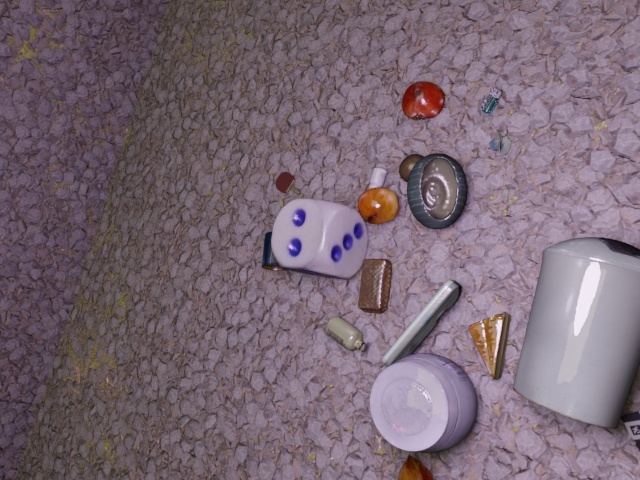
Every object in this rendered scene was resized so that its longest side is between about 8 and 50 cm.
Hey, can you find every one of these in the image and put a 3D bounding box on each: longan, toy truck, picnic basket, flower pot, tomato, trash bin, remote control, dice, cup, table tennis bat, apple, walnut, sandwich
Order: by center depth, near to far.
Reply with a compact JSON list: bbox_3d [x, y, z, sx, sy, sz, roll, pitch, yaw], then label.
[{"bbox_3d":[0.659,0.205,1.179,0.281,0.280,0.431,17,90,37],"label":"trash bin"},{"bbox_3d":[0.516,0.302,1.366,0.113,0.079,0.163,-32,60,25],"label":"sandwich"},{"bbox_3d":[0.287,0.739,1.395,0.116,0.116,0.207,-29,55,25],"label":"walnut"},{"bbox_3d":[0.321,0.263,1.485,0.065,0.128,0.335,41,102,22],"label":"remote control"},{"bbox_3d":[0.579,-0.313,1.508,0.083,0.065,0.083,-23,58,52],"label":"picnic basket"},{"bbox_3d":[0.373,-0.158,1.528,0.190,0.157,0.242,1,91,9],"label":"flower pot"},{"bbox_3d":[0.563,-0.459,1.571,0.044,0.039,0.083,35,100,19],"label":"toy truck"},{"bbox_3d":[0.322,-0.251,1.650,0.106,0.106,0.119,-44,18,17],"label":"longan"},{"bbox_3d":[0.186,0.155,1.654,0.110,0.055,0.193,0,79,35],"label":"picnic basket"},{"bbox_3d":[0.202,-0.116,1.666,0.147,0.146,0.146,-10,72,33],"label":"apple"},{"bbox_3d":[0.353,-0.505,1.696,0.159,0.091,0.138,9,81,38],"label":"tomato"},{"bbox_3d":[0.000,0.000,1.702,0.243,0.259,0.251,1,79,38],"label":"dice"},{"bbox_3d":[-0.187,0.043,1.907,0.150,0.113,0.138,-7,71,31],"label":"cup"},{"bbox_3d":[-0.134,-0.234,2.010,0.156,0.013,0.087,38,97,37],"label":"table tennis bat"}]

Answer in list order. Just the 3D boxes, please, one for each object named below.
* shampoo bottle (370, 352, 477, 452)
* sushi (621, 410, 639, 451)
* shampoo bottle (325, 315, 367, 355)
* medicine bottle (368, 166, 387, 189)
[{"bbox_3d":[0.296,0.461,1.361,0.273,0.266,0.272,-9,73,32],"label":"shampoo bottle"},{"bbox_3d":[0.855,0.456,1.106,0.215,0.051,0.192,-31,77,29],"label":"sushi"},{"bbox_3d":[0.096,0.331,1.651,0.162,0.079,0.079,30,95,37],"label":"shampoo bottle"},{"bbox_3d":[0.208,-0.219,1.741,0.052,0.052,0.089,16,86,37],"label":"medicine bottle"}]
